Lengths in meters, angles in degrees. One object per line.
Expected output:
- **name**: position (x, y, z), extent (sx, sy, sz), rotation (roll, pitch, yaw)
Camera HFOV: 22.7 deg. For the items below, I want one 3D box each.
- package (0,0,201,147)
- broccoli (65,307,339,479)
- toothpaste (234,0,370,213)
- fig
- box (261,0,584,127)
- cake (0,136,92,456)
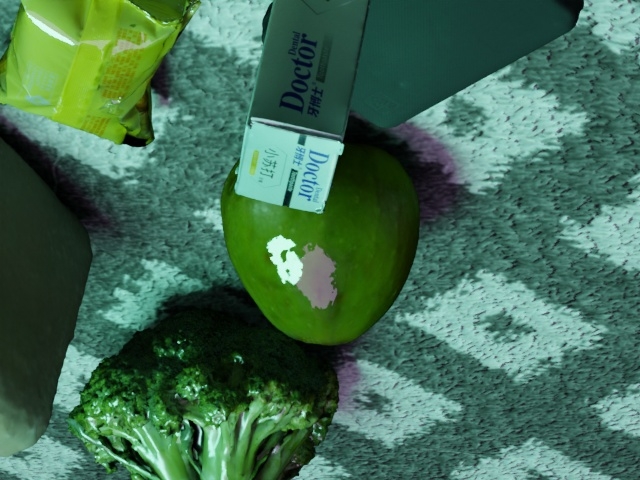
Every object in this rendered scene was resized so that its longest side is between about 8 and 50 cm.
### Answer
- **package**: position (-0.196, -0.159, 1.340), extent (0.168, 0.090, 0.226), rotation (16, 149, -13)
- **broccoli**: position (-0.132, 0.215, 1.713), extent (0.303, 0.283, 0.321), rotation (-8, 162, 9)
- **toothpaste**: position (0.001, -0.169, 1.061), extent (0.071, 0.313, 0.089), rotation (13, 146, -3)
- **fig**: position (0.000, 0.000, 1.451), extent (0.181, 0.191, 0.181), rotation (-4, 179, 0)
- **box**: position (0.078, -0.178, 1.264), extent (0.160, 0.050, 0.230), rotation (32, 142, -29)
- **cake**: position (-0.388, 0.053, 1.528), extent (0.237, 0.309, 0.230), rotation (-13, 142, 27)
